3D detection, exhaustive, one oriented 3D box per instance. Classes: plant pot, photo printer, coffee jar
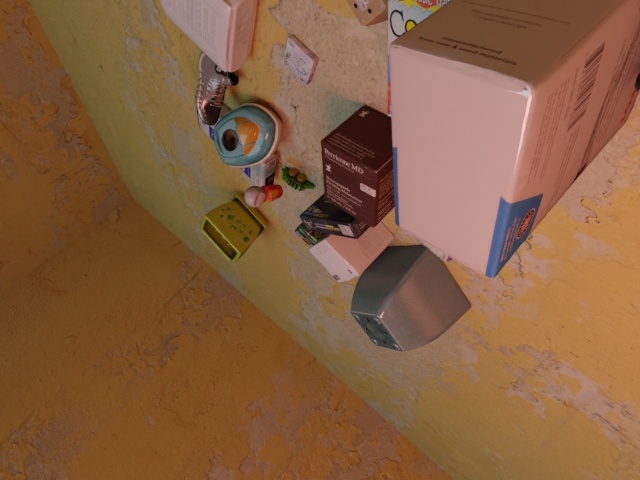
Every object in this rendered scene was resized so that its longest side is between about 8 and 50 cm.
[{"bbox_3d":[0.241,0.188,1.425,0.247,0.252,0.248,55,154,-16],"label":"plant pot"},{"bbox_3d":[-0.308,-0.628,1.230,0.307,0.107,0.256,44,156,6],"label":"photo printer"},{"bbox_3d":[0.105,-0.451,0.847,0.109,0.096,0.109,54,154,-16],"label":"plant pot"},{"bbox_3d":[0.000,0.000,1.716,0.184,0.096,0.079,48,159,-6],"label":"coffee jar"},{"bbox_3d":[-0.375,-0.060,2.096,0.227,0.207,0.228,48,156,-4],"label":"plant pot"}]

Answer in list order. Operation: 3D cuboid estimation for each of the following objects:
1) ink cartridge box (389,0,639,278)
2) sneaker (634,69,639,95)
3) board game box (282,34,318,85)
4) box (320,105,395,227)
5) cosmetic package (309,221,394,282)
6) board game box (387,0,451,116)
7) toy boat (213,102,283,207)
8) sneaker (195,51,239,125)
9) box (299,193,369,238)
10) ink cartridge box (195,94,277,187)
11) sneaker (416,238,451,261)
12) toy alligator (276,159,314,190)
[{"bbox_3d":[0.276,-0.191,0.611,0.166,0.395,0.285,33,153,32],"label":"ink cartridge box"},{"bbox_3d":[0.498,-0.230,0.500,0.118,0.110,0.292,37,143,-16],"label":"sneaker"},{"bbox_3d":[-0.052,-0.453,1.192,0.090,0.020,0.090,45,156,4],"label":"board game box"},{"bbox_3d":[0.118,-0.179,1.159,0.168,0.167,0.203,34,153,26],"label":"box"},{"bbox_3d":[0.095,0.010,1.468,0.151,0.184,0.151,48,155,-4],"label":"cosmetic package"},{"bbox_3d":[0.209,-0.336,0.798,0.142,0.144,0.275,33,152,29],"label":"board game box"},{"bbox_3d":[-0.217,-0.264,1.478,0.268,0.148,0.318,-16,94,37],"label":"toy boat"},{"bbox_3d":[-0.310,-0.462,1.454,0.132,0.086,0.228,17,116,29],"label":"sneaker"},{"bbox_3d":[0.076,-0.094,1.340,0.233,0.183,0.059,14,140,52],"label":"box"},{"bbox_3d":[-0.303,-0.353,1.685,0.371,0.069,0.175,43,156,12],"label":"ink cartridge box"},{"bbox_3d":[0.283,-0.063,1.134,0.152,0.114,0.305,35,153,22],"label":"sneaker"},{"bbox_3d":[-0.104,-0.213,1.608,0.190,0.051,0.056,36,153,23],"label":"toy alligator"}]
